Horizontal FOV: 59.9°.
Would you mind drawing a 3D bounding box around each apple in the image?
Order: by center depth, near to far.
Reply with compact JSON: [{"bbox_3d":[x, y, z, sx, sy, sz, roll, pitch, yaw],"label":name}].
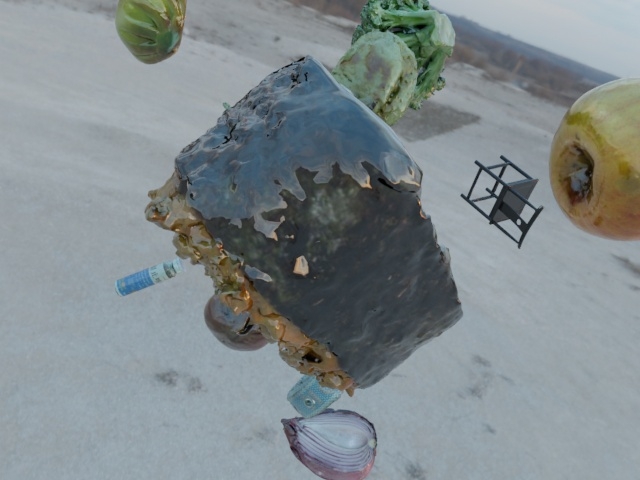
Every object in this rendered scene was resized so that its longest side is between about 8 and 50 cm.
[{"bbox_3d":[0.577,-0.146,1.011,0.275,0.299,0.299,-4,29,-8],"label":"apple"}]

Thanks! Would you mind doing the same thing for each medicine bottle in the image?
[{"bbox_3d":[-0.462,0.098,1.511,0.191,0.051,0.051,-21,29,3],"label":"medicine bottle"}]

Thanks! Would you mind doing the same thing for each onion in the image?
[{"bbox_3d":[0.016,0.576,1.564,0.283,0.120,0.227,16,25,9],"label":"onion"}]

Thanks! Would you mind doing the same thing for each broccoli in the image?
[{"bbox_3d":[0.196,-0.430,1.249,0.261,0.269,0.241,-11,1,-36],"label":"broccoli"}]

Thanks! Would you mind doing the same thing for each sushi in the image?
[{"bbox_3d":[0.000,0.000,0.541,0.348,0.207,0.234,55,-1,-43],"label":"sushi"}]

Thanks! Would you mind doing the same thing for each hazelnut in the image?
[{"bbox_3d":[-0.268,0.267,1.845,0.251,0.217,0.217,27,24,-2],"label":"hazelnut"}]

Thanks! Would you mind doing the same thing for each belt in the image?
[{"bbox_3d":[0.005,0.299,1.147,0.082,0.147,0.163,45,-14,3],"label":"belt"}]

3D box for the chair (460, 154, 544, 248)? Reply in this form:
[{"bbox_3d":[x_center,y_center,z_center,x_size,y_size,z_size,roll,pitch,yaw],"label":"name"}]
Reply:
[{"bbox_3d":[0.563,-0.122,1.647,0.141,0.155,0.260,-15,47,-29],"label":"chair"}]

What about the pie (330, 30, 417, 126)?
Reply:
[{"bbox_3d":[0.070,-0.270,1.025,0.090,0.248,0.201,22,15,-47],"label":"pie"}]

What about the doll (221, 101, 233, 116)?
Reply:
[{"bbox_3d":[-0.197,-0.268,1.363,0.077,0.115,0.150,-16,55,4],"label":"doll"}]

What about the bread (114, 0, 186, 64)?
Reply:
[{"bbox_3d":[-0.453,-0.576,1.460,0.156,0.261,0.158,-1,53,-28],"label":"bread"}]
